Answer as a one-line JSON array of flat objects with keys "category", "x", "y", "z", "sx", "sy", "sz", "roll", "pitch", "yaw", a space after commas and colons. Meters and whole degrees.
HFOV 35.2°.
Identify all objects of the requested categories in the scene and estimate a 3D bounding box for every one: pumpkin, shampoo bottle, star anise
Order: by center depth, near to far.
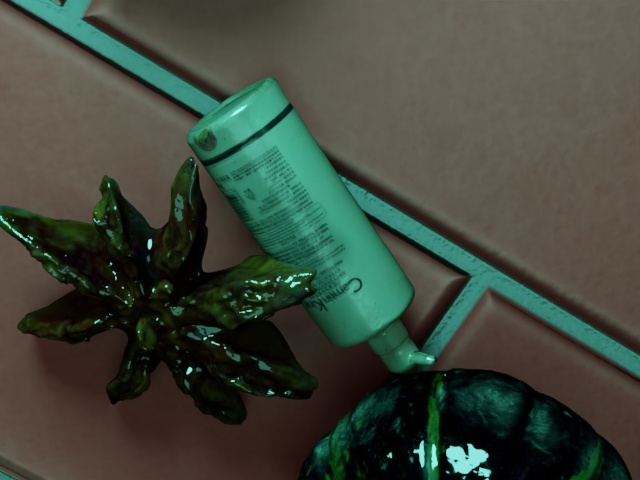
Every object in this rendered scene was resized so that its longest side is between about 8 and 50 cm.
[{"category": "pumpkin", "x": 0.112, "y": 0.259, "z": 0.798, "sx": 0.315, "sy": 0.238, "sz": 0.315, "roll": 2, "pitch": 96, "yaw": 19}, {"category": "star anise", "x": -0.127, "y": 0.048, "z": 0.800, "sx": 0.288, "sy": 0.088, "sz": 0.288, "roll": 9, "pitch": 125, "yaw": 13}, {"category": "shampoo bottle", "x": 0.000, "y": 0.000, "z": 0.806, "sx": 0.085, "sy": 0.085, "sz": 0.262, "roll": -32, "pitch": 106, "yaw": 10}]
